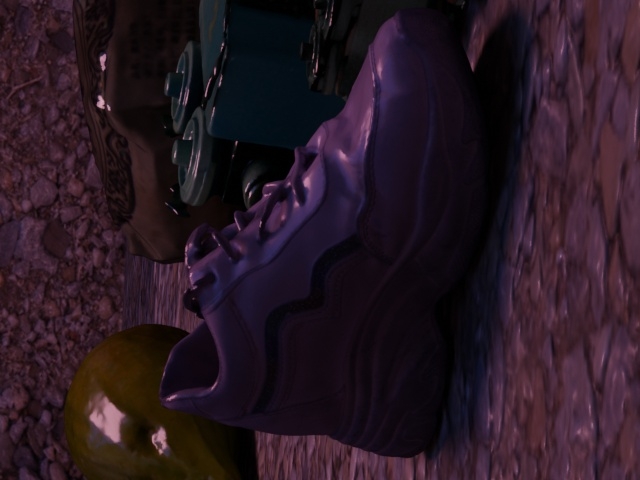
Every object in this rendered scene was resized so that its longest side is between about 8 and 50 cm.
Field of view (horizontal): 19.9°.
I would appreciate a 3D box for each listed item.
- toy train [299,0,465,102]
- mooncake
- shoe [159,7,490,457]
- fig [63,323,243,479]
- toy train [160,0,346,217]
[{"bbox_3d":[0.033,-0.143,0.910,0.176,0.074,0.118,106,167,-60],"label":"toy train"},{"bbox_3d":[-0.142,-0.127,1.610,0.250,0.136,0.254,85,180,-55],"label":"mooncake"},{"bbox_3d":[0.000,0.000,0.861,0.095,0.137,0.245,-108,23,-53],"label":"shoe"},{"bbox_3d":[-0.146,0.170,1.588,0.233,0.167,0.167,-94,10,-70],"label":"fig"},{"bbox_3d":[-0.034,-0.109,1.181,0.203,0.112,0.163,-103,24,-54],"label":"toy train"}]
